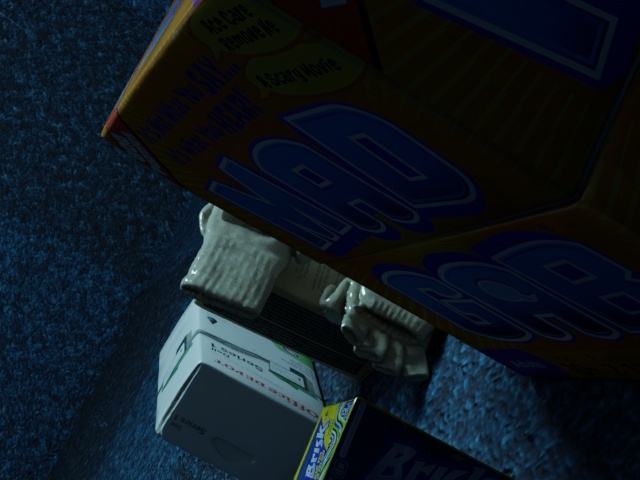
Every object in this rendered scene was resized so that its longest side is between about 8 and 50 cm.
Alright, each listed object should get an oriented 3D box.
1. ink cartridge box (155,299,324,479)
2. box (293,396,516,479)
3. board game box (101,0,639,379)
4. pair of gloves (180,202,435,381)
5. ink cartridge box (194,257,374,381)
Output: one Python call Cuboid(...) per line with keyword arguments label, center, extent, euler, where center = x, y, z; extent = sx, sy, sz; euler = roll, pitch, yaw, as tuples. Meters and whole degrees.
Cuboid(label="ink cartridge box", center=(-0.085, 0.162, 1.284), extent=(0.092, 0.160, 0.219), euler=(-58, 14, 9))
Cuboid(label="box", center=(0.071, 0.153, 0.684), extent=(0.059, 0.169, 0.054), euler=(-66, 14, -22))
Cuboid(label="board game box", center=(0.131, -0.153, 0.710), extent=(0.356, 0.356, 0.356), euler=(-64, 13, -13))
Cuboid(label="pair of gloves", center=(0.000, 0.024, 1.104), extent=(0.204, 0.240, 0.042), euler=(-79, 8, -52))
Cuboid(label="ink cartridge box", center=(0.000, 0.000, 1.235), extent=(0.088, 0.193, 0.235), euler=(-53, 13, 46))
